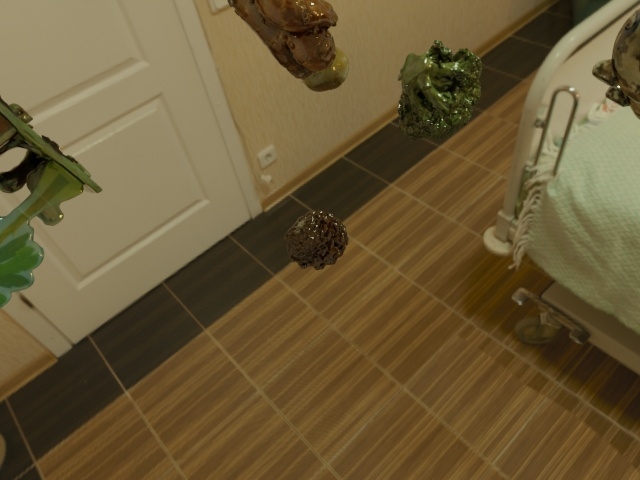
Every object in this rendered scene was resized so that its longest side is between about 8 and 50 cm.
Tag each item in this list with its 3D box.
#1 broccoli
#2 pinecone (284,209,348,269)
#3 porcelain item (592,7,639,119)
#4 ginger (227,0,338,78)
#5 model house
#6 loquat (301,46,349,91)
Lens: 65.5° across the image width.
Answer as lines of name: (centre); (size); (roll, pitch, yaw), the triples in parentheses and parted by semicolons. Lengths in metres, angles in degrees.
broccoli: (0.181, -0.237, 0.784); (0.146, 0.138, 0.162); (6, 73, 44)
pinecone: (0.000, 0.000, 0.616); (0.077, 0.083, 0.077); (-4, 84, 39)
porcelain item: (0.437, -0.223, 0.574); (0.288, 0.186, 0.138); (1, 39, -50)
ginger: (-0.031, -0.264, 0.600); (0.103, 0.162, 0.073); (23, 78, 46)
model house: (-0.525, -0.077, 0.661); (0.312, 0.357, 0.243); (-49, 28, -13)
loquat: (0.013, -0.534, 1.538); (0.152, 0.152, 0.195); (10, 18, 19)
